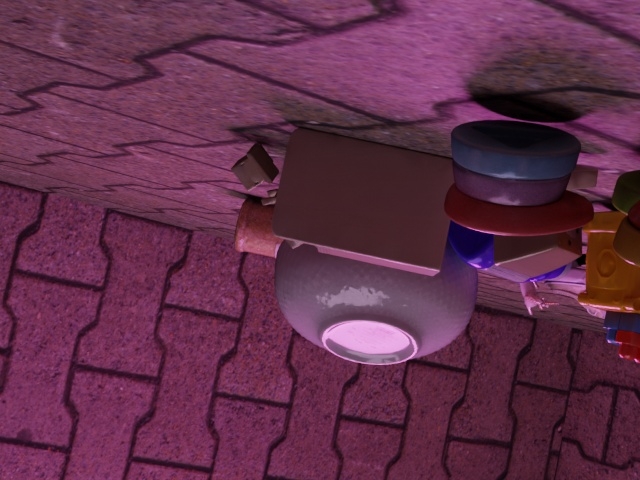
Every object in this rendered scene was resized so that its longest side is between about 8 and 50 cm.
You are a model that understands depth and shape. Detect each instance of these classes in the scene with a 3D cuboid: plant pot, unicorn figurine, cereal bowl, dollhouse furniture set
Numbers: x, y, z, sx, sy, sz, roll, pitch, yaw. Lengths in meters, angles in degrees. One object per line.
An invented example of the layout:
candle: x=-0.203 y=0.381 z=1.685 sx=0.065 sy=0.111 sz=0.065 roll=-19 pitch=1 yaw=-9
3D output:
plant pot: x=0.324 y=-0.013 z=1.646 sx=0.096 sy=0.109 sz=0.109 roll=-11 pitch=161 yaw=41
unicorn figurine: x=0.476 y=0.119 z=2.521 sx=0.162 sy=0.060 sz=0.111 roll=58 pitch=-177 yaw=32
cereal bowl: x=0.084 y=0.105 z=1.819 sx=0.338 sy=0.141 sz=0.339 roll=7 pitch=149 yaw=4
dollhouse furniture set: x=-0.026 y=-0.112 z=1.704 sx=0.101 sy=0.161 sz=0.182 roll=-30 pitch=-164 yaw=29

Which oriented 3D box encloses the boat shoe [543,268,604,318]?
boat shoe: x=0.618 y=0.122 z=2.421 sx=0.302 sy=0.094 sz=0.109 roll=10 pitch=174 yaw=35

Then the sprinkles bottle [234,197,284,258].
sprinkles bottle: x=0.000 y=0.000 z=2.395 sx=0.355 sy=0.121 sz=0.121 roll=12 pitch=175 yaw=4

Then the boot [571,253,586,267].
boot: x=0.386 y=0.011 z=2.020 sx=0.137 sy=0.077 sz=0.198 roll=-8 pitch=164 yaw=32

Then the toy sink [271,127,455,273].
toy sink: x=0.061 y=-0.050 z=1.542 sx=0.234 sy=0.153 sz=0.131 roll=11 pitch=175 yaw=2

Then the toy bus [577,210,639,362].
toy bus: x=0.475 y=0.070 z=1.574 sx=0.220 sy=0.211 sz=0.149 roll=13 pitch=173 yaw=-30

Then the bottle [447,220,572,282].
bottle: x=0.311 y=0.008 z=1.795 sx=0.092 sy=0.118 sz=0.283 roll=-41 pitch=147 yaw=24

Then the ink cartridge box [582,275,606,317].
ink cartridge box: x=0.585 y=0.129 z=2.155 sx=0.065 sy=0.186 sz=0.311 roll=-29 pitch=170 yaw=6

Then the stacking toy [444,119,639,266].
stacking toy: x=0.298 y=-0.085 z=1.160 sx=0.309 sy=0.130 sz=0.279 roll=13 pitch=-158 yaw=25
